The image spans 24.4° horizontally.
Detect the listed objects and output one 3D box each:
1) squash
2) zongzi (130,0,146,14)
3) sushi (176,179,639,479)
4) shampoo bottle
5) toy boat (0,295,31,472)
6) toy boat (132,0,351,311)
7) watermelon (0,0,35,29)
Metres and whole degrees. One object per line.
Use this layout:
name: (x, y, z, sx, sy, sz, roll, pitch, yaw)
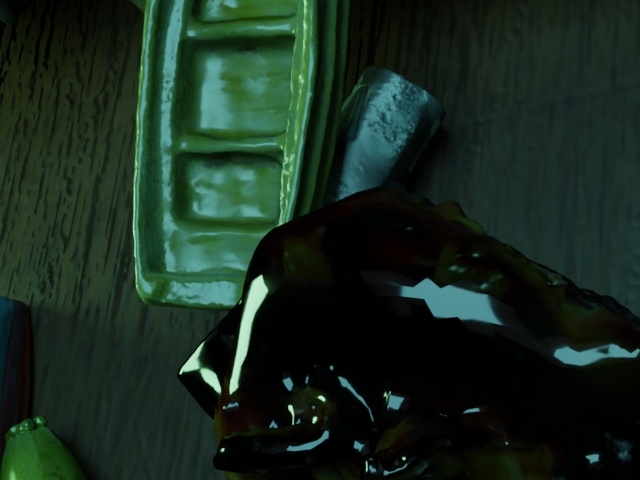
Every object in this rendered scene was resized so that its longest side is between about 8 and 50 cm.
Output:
squash: (-0.139, 0.184, 0.836, 0.066, 0.066, 0.201, -32, 56, 7)
zongzi: (0.016, -0.323, 0.968, 0.356, 0.174, 0.393, -21, 42, 26)
sushi: (0.066, 0.083, 0.700, 0.215, 0.212, 0.227, -39, 62, 6)
shampoo bottle: (-0.001, -0.001, 0.866, 0.063, 0.057, 0.208, 31, 84, 15)
toy boat: (-0.264, 0.208, 0.880, 0.136, 0.079, 0.392, 10, 74, 26)
toy boat: (-0.041, -0.099, 0.816, 0.111, 0.084, 0.276, 2, 87, 21)
watermelon: (-0.297, -0.266, 0.992, 0.279, 0.279, 0.359, -36, 51, 5)
